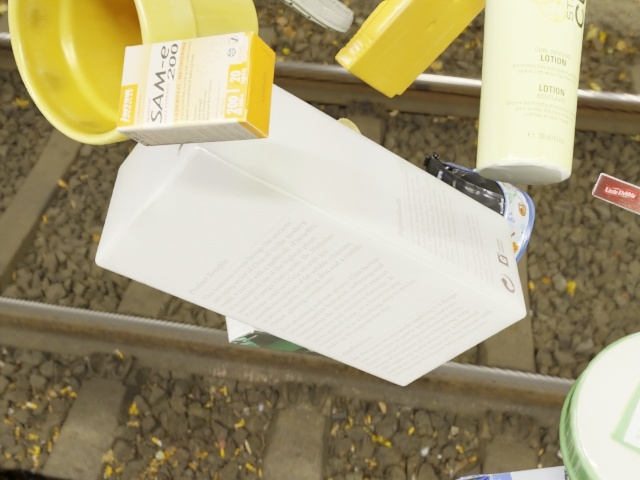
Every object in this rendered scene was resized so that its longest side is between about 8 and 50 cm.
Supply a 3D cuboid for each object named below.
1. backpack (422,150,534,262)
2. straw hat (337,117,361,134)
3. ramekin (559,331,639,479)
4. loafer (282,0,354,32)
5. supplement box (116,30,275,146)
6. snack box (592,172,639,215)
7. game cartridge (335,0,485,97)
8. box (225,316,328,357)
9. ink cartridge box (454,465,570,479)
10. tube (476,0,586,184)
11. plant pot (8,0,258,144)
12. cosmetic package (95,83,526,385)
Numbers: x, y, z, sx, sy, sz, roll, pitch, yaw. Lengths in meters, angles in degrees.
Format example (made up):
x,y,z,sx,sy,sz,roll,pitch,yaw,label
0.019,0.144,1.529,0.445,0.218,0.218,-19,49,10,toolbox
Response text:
x,y,z,sx,sy,sz,roll,pitch,yaw,label
0.329,-0.031,1.603,0.213,0.276,0.263,12,7,-30,backpack
0.039,-0.180,1.561,0.061,0.144,0.144,-10,39,36,straw hat
0.492,0.270,1.033,0.304,0.148,0.303,-7,64,15,ramekin
-0.058,-0.442,1.133,0.111,0.320,0.112,-50,33,11,loafer
-0.083,-0.099,0.493,0.099,0.036,0.062,-1,79,22,supplement box
0.301,-0.007,0.563,0.064,0.022,0.178,9,17,-46,snack box
0.197,-0.426,1.412,0.324,0.285,0.052,-44,72,16,game cartridge
-0.026,0.064,1.174,0.059,0.322,0.232,-27,60,34,box
0.346,0.445,1.294,0.311,0.185,0.065,3,60,-20,ink cartridge box
0.145,-0.160,0.501,0.062,0.070,0.240,1,80,33,tube
-0.215,-0.264,0.932,0.254,0.253,0.239,32,33,25,plant pot
0.000,0.000,0.885,0.453,0.230,0.161,26,44,-28,cosmetic package
